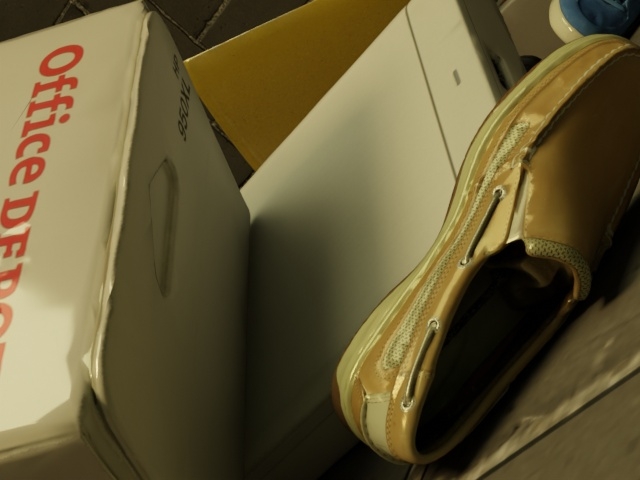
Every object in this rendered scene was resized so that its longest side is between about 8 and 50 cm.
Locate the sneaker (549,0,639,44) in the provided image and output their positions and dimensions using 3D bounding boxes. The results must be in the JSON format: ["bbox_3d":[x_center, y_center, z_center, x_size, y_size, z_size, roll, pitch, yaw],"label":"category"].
[{"bbox_3d":[0.216,-0.191,0.784,0.152,0.058,0.084,-43,-9,-44],"label":"sneaker"}]

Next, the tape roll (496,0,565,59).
[{"bbox_3d":[0.218,-0.222,0.974,0.219,0.072,0.219,-48,3,3],"label":"tape roll"}]

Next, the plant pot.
[{"bbox_3d":[0.029,-0.128,1.017,0.212,0.187,0.212,-22,12,13],"label":"plant pot"}]

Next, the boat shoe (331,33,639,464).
[{"bbox_3d":[0.081,0.004,0.420,0.190,0.068,0.072,-59,17,-6],"label":"boat shoe"}]

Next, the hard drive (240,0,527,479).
[{"bbox_3d":[-0.016,0.032,0.636,0.353,0.047,0.233,-46,29,27],"label":"hard drive"}]

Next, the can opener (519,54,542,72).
[{"bbox_3d":[0.103,-0.062,0.766,0.073,0.059,0.186,-51,5,-33],"label":"can opener"}]

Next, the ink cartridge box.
[{"bbox_3d":[-0.242,0.068,0.559,0.395,0.166,0.285,-15,42,11],"label":"ink cartridge box"}]
